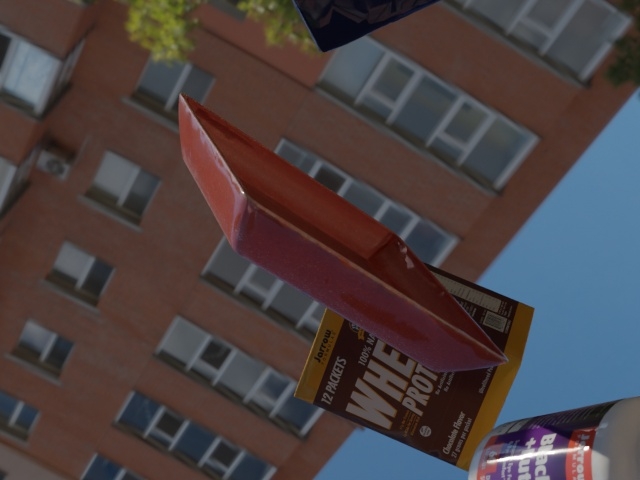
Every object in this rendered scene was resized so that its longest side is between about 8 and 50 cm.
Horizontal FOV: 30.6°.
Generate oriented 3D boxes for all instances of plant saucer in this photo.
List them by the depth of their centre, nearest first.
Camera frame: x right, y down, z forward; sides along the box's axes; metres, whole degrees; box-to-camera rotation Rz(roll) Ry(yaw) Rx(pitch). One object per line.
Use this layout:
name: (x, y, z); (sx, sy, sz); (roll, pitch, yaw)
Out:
plant saucer: (0.000, 0.000, 0.943); (0.259, 0.047, 0.258); (31, -169, -27)

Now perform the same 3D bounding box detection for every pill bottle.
pill bottle: (0.201, 0.165, 0.802); (0.108, 0.193, 0.108); (12, -112, -31)

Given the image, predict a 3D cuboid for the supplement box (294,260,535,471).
supplement box: (0.103, 0.114, 1.218); (0.194, 0.129, 0.191); (22, -163, 8)

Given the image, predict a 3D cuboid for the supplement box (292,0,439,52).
supplement box: (0.062, -0.345, 1.094); (0.195, 0.194, 0.356); (61, -162, -19)
